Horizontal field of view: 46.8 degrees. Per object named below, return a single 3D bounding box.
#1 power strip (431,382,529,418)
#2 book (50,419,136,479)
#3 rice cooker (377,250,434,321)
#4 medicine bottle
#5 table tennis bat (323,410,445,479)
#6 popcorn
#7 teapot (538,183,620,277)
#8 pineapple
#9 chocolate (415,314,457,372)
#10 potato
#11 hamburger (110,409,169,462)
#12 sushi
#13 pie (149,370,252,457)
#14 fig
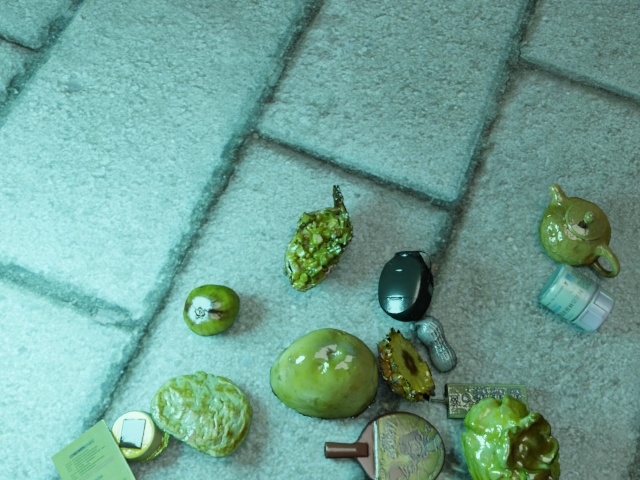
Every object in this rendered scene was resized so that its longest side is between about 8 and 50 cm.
[{"bbox_3d":[0.420,0.421,1.937,0.268,0.034,0.092,2,67,-6],"label":"power strip"},{"bbox_3d":[-0.532,0.549,1.744,0.168,0.013,0.192,-36,74,8],"label":"book"},{"bbox_3d":[0.232,0.122,1.985,0.142,0.118,0.203,-2,58,34],"label":"rice cooker"},{"bbox_3d":[0.705,0.158,2.031,0.168,0.135,0.135,33,67,7],"label":"medicine bottle"},{"bbox_3d":[0.163,0.532,1.863,0.310,0.038,0.200,4,66,-9],"label":"table tennis bat"},{"bbox_3d":[0.464,0.515,1.794,0.224,0.258,0.270,-24,34,-5],"label":"popcorn"},{"bbox_3d":[0.742,-0.028,2.096,0.203,0.167,0.311,-28,73,-18],"label":"teapot"},{"bbox_3d":[0.210,0.329,1.889,0.076,0.225,0.225,-37,71,22],"label":"pineapple"},{"bbox_3d":[0.308,0.272,1.968,0.072,0.072,0.167,-21,70,-15],"label":"chocolate"},{"bbox_3d":[0.021,0.319,1.842,0.285,0.242,0.242,21,66,6],"label":"potato"},{"bbox_3d":[-0.438,0.474,1.791,0.141,0.081,0.126,-13,67,1],"label":"hamburger"},{"bbox_3d":[-0.001,0.003,1.993,0.167,0.179,0.296,39,67,16],"label":"sushi"},{"bbox_3d":[-0.288,0.424,1.822,0.248,0.090,0.201,29,50,3],"label":"pie"},{"bbox_3d":[-0.281,0.177,1.914,0.153,0.121,0.136,-18,75,-14],"label":"fig"}]
